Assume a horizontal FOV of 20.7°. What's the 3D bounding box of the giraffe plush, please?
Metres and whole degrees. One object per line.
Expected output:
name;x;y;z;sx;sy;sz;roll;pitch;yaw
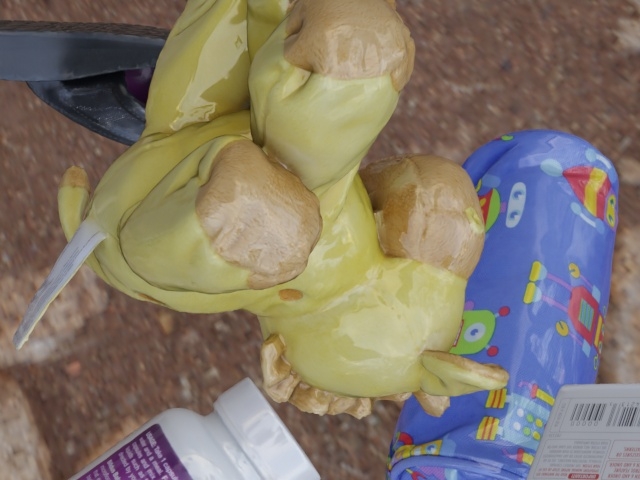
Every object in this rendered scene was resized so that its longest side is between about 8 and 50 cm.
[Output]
giraffe plush;0.000;0.000;0.733;0.170;0.181;0.210;32;108;-25

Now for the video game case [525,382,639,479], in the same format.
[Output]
video game case;0.200;0.161;0.925;0.026;0.227;0.206;55;46;-35

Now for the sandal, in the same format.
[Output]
sandal;-0.191;-0.142;1.601;0.445;0.167;0.107;5;101;12

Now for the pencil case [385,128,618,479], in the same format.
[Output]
pencil case;0.126;0.063;1.205;0.133;0.306;0.119;-9;137;29

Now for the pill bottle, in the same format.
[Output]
pill bottle;-0.155;0.269;1.696;0.301;0.169;0.169;-36;122;-3
